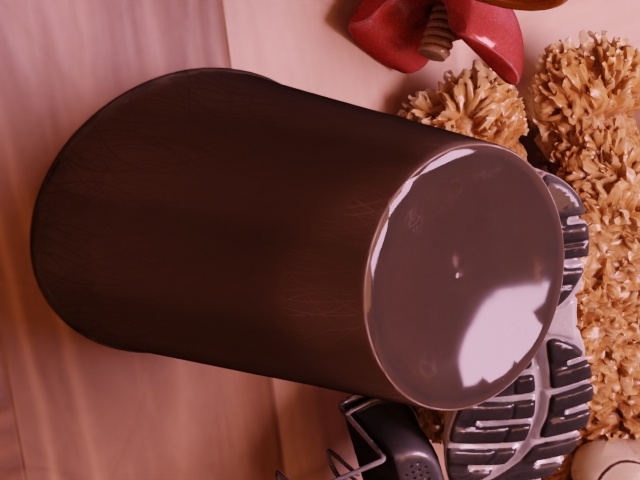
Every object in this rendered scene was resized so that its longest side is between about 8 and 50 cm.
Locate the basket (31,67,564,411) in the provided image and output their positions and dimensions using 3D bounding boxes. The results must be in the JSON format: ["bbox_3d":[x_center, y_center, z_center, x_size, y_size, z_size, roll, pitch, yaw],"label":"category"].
[{"bbox_3d":[0.000,0.000,0.979,0.204,0.227,0.154,-19,110,-36],"label":"basket"}]

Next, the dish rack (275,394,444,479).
[{"bbox_3d":[-0.037,0.224,1.080,0.271,0.074,0.208,-21,113,-15],"label":"dish rack"}]

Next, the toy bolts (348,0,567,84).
[{"bbox_3d":[0.078,-0.198,1.037,0.228,0.218,0.158,40,67,-56],"label":"toy bolts"}]

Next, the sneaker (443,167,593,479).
[{"bbox_3d":[0.100,0.046,1.075,0.081,0.094,0.208,-2,114,-19],"label":"sneaker"}]

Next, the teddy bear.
[{"bbox_3d":[0.158,0.042,1.168,0.245,0.113,0.338,-2,95,-28],"label":"teddy bear"}]
